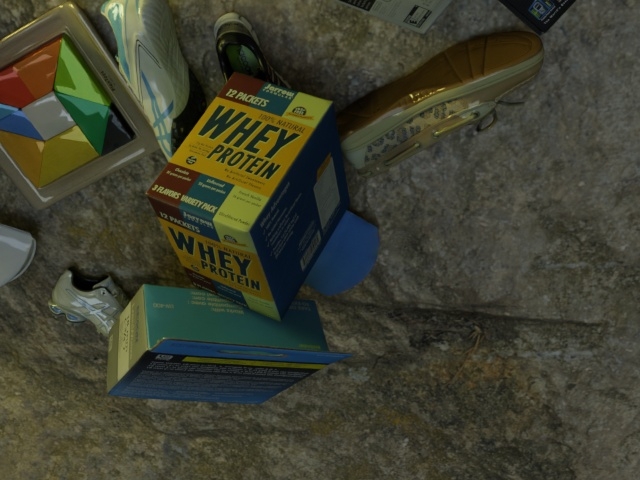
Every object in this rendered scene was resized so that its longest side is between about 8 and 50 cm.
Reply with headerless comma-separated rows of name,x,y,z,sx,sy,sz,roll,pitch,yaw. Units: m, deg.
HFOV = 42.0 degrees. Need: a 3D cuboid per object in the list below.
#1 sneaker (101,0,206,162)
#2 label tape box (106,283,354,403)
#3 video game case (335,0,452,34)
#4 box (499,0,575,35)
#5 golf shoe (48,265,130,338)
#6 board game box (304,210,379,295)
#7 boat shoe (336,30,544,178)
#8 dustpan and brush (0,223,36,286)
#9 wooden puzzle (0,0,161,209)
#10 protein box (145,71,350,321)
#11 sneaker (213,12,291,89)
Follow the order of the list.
sneaker,-0.207,-0.200,1.054,0.086,0.085,0.237,8,128,28
label tape box,-0.132,0.132,1.110,0.240,0.106,0.333,8,156,-23
video game case,0.070,-0.303,0.928,0.173,0.190,0.022,18,78,-9
box,0.253,-0.389,0.890,0.216,0.060,0.270,31,115,-27
golf shoe,-0.313,0.097,1.245,0.176,0.069,0.086,19,114,-11
board game box,0.000,0.000,1.189,0.168,0.033,0.133,28,114,-20
boat shoe,0.150,-0.169,1.044,0.285,0.105,0.089,-21,124,26
dustpan and brush,-0.506,0.045,1.233,0.147,0.060,0.211,20,114,-8
wooden puzzle,-0.354,-0.165,1.095,0.238,0.044,0.221,-23,118,16
protein box,-0.074,-0.051,1.004,0.136,0.200,0.201,20,152,21
sneaker,-0.083,-0.197,1.044,0.063,0.075,0.170,-22,118,15
